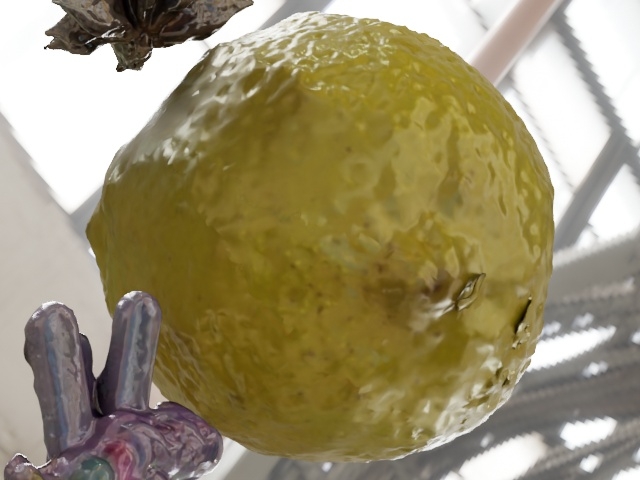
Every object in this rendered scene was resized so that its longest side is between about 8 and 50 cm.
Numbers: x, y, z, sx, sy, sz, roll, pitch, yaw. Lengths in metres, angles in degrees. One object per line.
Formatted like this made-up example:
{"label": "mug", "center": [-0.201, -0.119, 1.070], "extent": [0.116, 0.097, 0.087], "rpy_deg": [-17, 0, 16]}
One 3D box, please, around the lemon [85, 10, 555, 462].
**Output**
{"label": "lemon", "center": [0.000, 0.000, 1.125], "extent": [0.322, 0.268, 0.268], "rpy_deg": [9, -51, 58]}

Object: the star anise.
{"label": "star anise", "center": [-0.121, -0.137, 1.147], "extent": [0.124, 0.129, 0.056], "rpy_deg": [-23, -108, 28]}

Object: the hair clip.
{"label": "hair clip", "center": [-0.097, 0.164, 0.854], "extent": [0.090, 0.137, 0.278], "rpy_deg": [28, -66, 43]}
